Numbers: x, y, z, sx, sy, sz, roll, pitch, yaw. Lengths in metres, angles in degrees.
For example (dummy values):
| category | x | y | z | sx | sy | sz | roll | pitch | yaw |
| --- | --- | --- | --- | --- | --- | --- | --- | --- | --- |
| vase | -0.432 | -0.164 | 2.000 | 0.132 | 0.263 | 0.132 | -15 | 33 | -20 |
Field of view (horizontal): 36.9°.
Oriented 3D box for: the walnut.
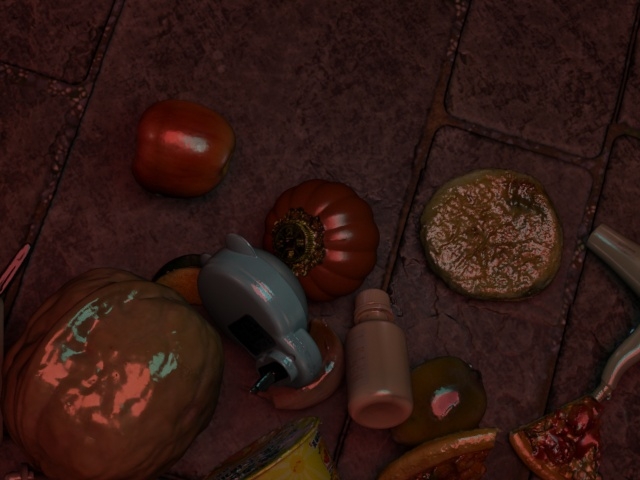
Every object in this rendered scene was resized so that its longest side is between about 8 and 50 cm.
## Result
| category | x | y | z | sx | sy | sz | roll | pitch | yaw |
| --- | --- | --- | --- | --- | --- | --- | --- | --- | --- |
| walnut | -0.344 | 0.231 | 1.577 | 0.381 | 0.381 | 0.381 | 1 | 79 | -4 |

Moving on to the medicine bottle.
| category | x | y | z | sx | sy | sz | roll | pitch | yaw |
| --- | --- | --- | --- | --- | --- | --- | --- | --- | --- |
| medicine bottle | 0.098 | 0.199 | 1.686 | 0.114 | 0.114 | 0.252 | 2 | 48 | -4 |

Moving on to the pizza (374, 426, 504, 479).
| category | x | y | z | sx | sy | sz | roll | pitch | yaw |
| --- | --- | --- | --- | --- | --- | --- | --- | --- | --- |
| pizza | 0.212 | 0.416 | 1.674 | 0.292 | 0.197 | 0.058 | -33 | 40 | 22 |

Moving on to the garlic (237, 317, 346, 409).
| category | x | y | z | sx | sy | sz | roll | pitch | yaw |
| --- | --- | --- | --- | --- | --- | --- | --- | --- | --- |
| garlic | -0.036 | 0.242 | 1.729 | 0.198 | 0.090 | 0.128 | -43 | 70 | -4 |

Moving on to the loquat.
| category | x | y | z | sx | sy | sz | roll | pitch | yaw |
| --- | --- | --- | --- | --- | --- | --- | --- | --- | --- |
| loquat | 0.207 | 0.292 | 1.702 | 0.195 | 0.152 | 0.152 | -38 | 84 | -2 |

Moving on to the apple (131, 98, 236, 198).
| category | x | y | z | sx | sy | sz | roll | pitch | yaw |
| --- | --- | --- | --- | --- | --- | --- | --- | --- | --- |
| apple | -0.245 | -0.165 | 1.741 | 0.199 | 0.199 | 0.199 | 1 | 79 | -4 |

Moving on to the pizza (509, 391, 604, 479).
| category | x | y | z | sx | sy | sz | roll | pitch | yaw |
| --- | --- | --- | --- | --- | --- | --- | --- | --- | --- |
| pizza | 0.453 | 0.356 | 1.751 | 0.201 | 0.053 | 0.193 | 25 | 78 | 1 |

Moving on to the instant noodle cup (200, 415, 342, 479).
| category | x | y | z | sx | sy | sz | roll | pitch | yaw |
| --- | --- | --- | --- | --- | --- | --- | --- | --- | --- |
| instant noodle cup | -0.063 | 0.444 | 1.601 | 0.264 | 0.264 | 0.200 | -31 | 90 | -10 |

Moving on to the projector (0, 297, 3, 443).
| category | x | y | z | sx | sy | sz | roll | pitch | yaw |
| --- | --- | --- | --- | --- | --- | --- | --- | --- | --- |
| projector | -0.652 | 0.228 | 1.620 | 0.257 | 0.079 | 0.259 | -9 | 77 | 26 |

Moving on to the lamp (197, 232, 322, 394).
| category | x | y | z | sx | sy | sz | roll | pitch | yaw |
| --- | --- | --- | --- | --- | --- | --- | --- | --- | --- |
| lamp | -0.100 | 0.126 | 1.635 | 0.147 | 0.209 | 0.284 | -20 | 83 | -30 |

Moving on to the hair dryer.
| category | x | y | z | sx | sy | sz | roll | pitch | yaw |
| --- | --- | --- | --- | --- | --- | --- | --- | --- | --- |
| hair dryer | 0.567 | 0.109 | 1.781 | 0.298 | 0.119 | 0.295 | -29 | 69 | 3 |

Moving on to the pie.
| category | x | y | z | sx | sy | sz | roll | pitch | yaw |
| --- | --- | --- | --- | --- | --- | --- | --- | --- | --- |
| pie | 0.324 | -0.008 | 1.806 | 0.277 | 0.078 | 0.276 | 0 | 78 | 1 |

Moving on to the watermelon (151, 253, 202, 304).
| category | x | y | z | sx | sy | sz | roll | pitch | yaw |
| --- | --- | --- | --- | --- | --- | --- | --- | --- | --- |
| watermelon | -0.226 | 0.065 | 1.764 | 0.182 | 0.075 | 0.092 | 2 | 123 | -3 |

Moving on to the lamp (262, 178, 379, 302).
| category | x | y | z | sx | sy | sz | roll | pitch | yaw |
| --- | --- | --- | --- | --- | --- | --- | --- | --- | --- |
| lamp | 0.000 | 0.000 | 1.712 | 0.223 | 0.197 | 0.223 | 2 | 93 | 32 |

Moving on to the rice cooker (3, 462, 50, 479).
| category | x | y | z | sx | sy | sz | roll | pitch | yaw |
| --- | --- | --- | --- | --- | --- | --- | --- | --- | --- |
| rice cooker | -0.479 | 0.478 | 1.609 | 0.127 | 0.145 | 0.206 | 3 | 75 | -16 |

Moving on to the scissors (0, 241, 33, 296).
| category | x | y | z | sx | sy | sz | roll | pitch | yaw |
| --- | --- | --- | --- | --- | --- | --- | --- | --- | --- |
| scissors | -0.589 | 0.097 | 1.737 | 0.088 | 0.017 | 0.220 | 32 | 78 | 2 |
